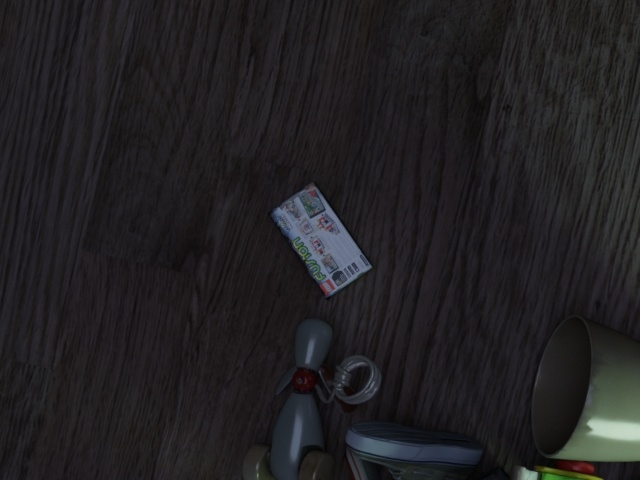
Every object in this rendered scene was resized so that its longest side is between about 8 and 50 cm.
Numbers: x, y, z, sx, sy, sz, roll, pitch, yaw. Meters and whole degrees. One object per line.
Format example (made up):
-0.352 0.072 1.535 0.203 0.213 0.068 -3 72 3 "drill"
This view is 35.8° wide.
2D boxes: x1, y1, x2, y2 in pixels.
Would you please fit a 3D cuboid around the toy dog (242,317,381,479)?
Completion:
-0.016 0.330 1.871 0.220 0.161 0.333 30 89 26 "toy dog"

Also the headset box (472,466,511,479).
0.255 0.524 1.751 0.246 0.283 0.131 -29 67 4 "headset box"

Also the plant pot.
0.550 0.287 1.753 0.274 0.256 0.256 15 88 -6 "plant pot"

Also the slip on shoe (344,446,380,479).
0.075 0.546 1.855 0.101 0.123 0.331 -8 90 12 "slip on shoe"

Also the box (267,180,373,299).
0.000 0.000 1.941 0.114 0.036 0.207 -35 82 5 "box"

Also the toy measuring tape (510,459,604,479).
0.421 0.427 1.706 0.121 0.330 0.121 -9 69 24 "toy measuring tape"

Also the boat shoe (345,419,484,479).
0.170 0.394 1.789 0.302 0.109 0.094 15 97 -31 "boat shoe"
